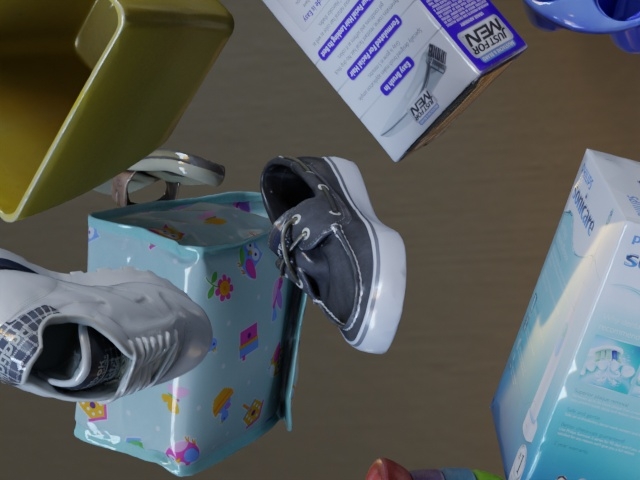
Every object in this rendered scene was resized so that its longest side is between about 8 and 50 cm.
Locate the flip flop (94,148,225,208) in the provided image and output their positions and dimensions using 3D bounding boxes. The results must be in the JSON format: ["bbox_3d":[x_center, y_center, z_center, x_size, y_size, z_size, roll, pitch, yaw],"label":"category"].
[{"bbox_3d":[-0.219,-0.069,1.974,0.112,0.277,0.080,11,-95,-38],"label":"flip flop"}]

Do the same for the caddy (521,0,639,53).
[{"bbox_3d":[0.357,-0.392,1.862,0.179,0.241,0.341,51,-123,-70],"label":"caddy"}]

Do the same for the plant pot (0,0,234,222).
[{"bbox_3d":[-0.200,-0.167,1.271,0.187,0.212,0.212,-10,-38,-52],"label":"plant pot"}]

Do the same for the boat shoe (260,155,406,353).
[{"bbox_3d":[0.000,0.000,1.044,0.228,0.076,0.080,-107,30,-58],"label":"boat shoe"}]

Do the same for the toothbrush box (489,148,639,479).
[{"bbox_3d":[0.270,0.091,1.445,0.216,0.126,0.296,-89,15,-71],"label":"toothbrush box"}]

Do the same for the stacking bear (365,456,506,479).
[{"bbox_3d":[0.189,0.329,1.643,0.175,0.289,0.164,113,165,-58],"label":"stacking bear"}]

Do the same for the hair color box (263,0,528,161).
[{"bbox_3d":[0.055,-0.281,1.774,0.110,0.185,0.339,-31,-100,-42],"label":"hair color box"}]

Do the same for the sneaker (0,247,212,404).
[{"bbox_3d":[-0.139,0.068,0.983,0.235,0.095,0.090,9,-73,-55],"label":"sneaker"}]

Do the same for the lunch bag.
[{"bbox_3d":[-0.094,0.073,1.456,0.262,0.160,0.223,-14,-65,-56],"label":"lunch bag"}]
